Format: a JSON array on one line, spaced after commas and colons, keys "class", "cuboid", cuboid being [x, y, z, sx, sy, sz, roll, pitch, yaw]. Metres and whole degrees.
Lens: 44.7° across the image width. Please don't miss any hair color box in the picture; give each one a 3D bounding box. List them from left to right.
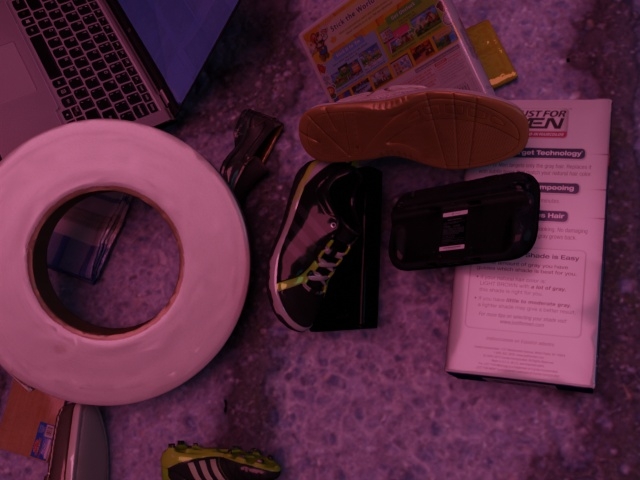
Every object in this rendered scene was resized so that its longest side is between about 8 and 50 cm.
[{"class": "hair color box", "cuboid": [0.262, 0.004, 0.965, 0.173, 0.105, 0.348, 4, 78, 19]}]

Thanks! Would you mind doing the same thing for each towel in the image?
[{"class": "towel", "cuboid": [-0.383, -0.091, 1.226, 0.209, 0.034, 0.285, 17, 82, 21]}, {"class": "towel", "cuboid": [0.150, -0.219, 1.105, 0.237, 0.021, 0.102, -24, 74, 9]}]

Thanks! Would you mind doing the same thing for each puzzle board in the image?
[{"class": "puzzle board", "cuboid": [-0.427, 0.256, 1.162, 0.096, 0.011, 0.128, 10, 80, 18]}]

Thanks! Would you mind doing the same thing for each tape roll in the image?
[{"class": "tape roll", "cuboid": [-0.287, 0.031, 1.063, 0.391, 0.072, 0.392, 0, 93, -3]}]

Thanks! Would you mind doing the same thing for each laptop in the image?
[{"class": "laptop", "cuboid": [-0.355, -0.357, 1.153, 0.407, 0.236, 0.382, -25, 64, -15]}]

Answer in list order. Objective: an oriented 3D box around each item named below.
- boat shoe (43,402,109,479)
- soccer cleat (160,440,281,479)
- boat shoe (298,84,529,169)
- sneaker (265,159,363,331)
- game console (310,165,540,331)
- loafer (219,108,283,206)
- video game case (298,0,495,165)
[{"class": "boat shoe", "cuboid": [-0.347, 0.369, 1.055, 0.091, 0.109, 0.305, -5, 77, 12]}, {"class": "soccer cleat", "cuboid": [-0.133, 0.312, 1.037, 0.178, 0.060, 0.072, 0, 86, 23]}, {"class": "boat shoe", "cuboid": [0.115, -0.150, 0.953, 0.276, 0.096, 0.098, 4, 119, 17]}, {"class": "sneaker", "cuboid": [0.000, 0.000, 0.982, 0.097, 0.084, 0.235, 2, 79, 42]}, {"class": "game console", "cuboid": [0.104, 0.003, 0.973, 0.361, 0.044, 0.213, -9, 72, 42]}, {"class": "loafer", "cuboid": [-0.104, -0.109, 1.132, 0.061, 0.062, 0.170, 13, 82, 15]}, {"class": "video game case", "cuboid": [0.092, -0.232, 1.020, 0.227, 0.026, 0.206, -24, 91, 43]}]
